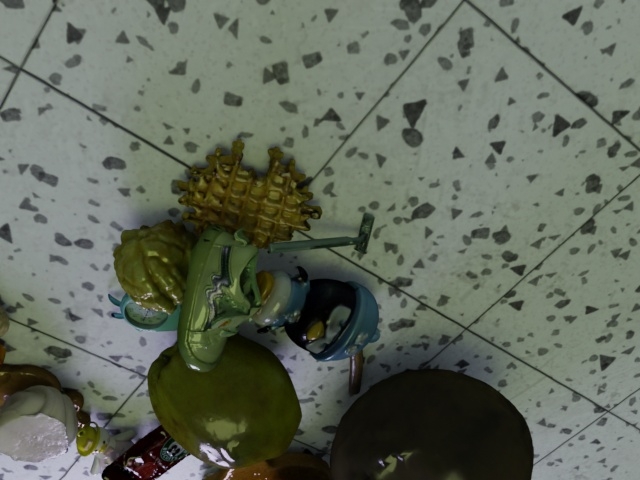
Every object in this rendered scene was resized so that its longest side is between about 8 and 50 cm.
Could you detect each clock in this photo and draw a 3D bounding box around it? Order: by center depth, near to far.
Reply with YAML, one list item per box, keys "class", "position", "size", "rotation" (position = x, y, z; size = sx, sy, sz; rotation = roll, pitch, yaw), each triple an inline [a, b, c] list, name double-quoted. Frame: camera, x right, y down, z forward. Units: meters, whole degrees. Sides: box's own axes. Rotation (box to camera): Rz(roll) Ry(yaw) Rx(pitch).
- class: "clock"
  position: [-0.346, 0.130, 1.326]
  size: [0.147, 0.045, 0.108]
  rotation: [-3, 125, -2]

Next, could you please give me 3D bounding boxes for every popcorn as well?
- class: "popcorn"
  position: [-0.279, 0.046, 1.211]
  size: [0.173, 0.174, 0.142]
  rotation: [27, 125, -22]

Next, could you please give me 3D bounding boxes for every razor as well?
- class: "razor"
  position: [0.003, 0.004, 1.233]
  size: [0.211, 0.036, 0.084]
  rotation: [-10, 129, -28]

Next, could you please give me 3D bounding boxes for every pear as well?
- class: "pear"
  position: [-0.192, 0.321, 1.360]
  size: [0.321, 0.269, 0.269]
  rotation: [37, 115, -15]

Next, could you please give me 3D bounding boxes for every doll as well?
- class: "doll"
  position: [-0.004, 0.146, 1.298]
  size: [0.313, 0.141, 0.177]
  rotation: [21, 115, -33]
- class: "doll"
  position: [-0.481, 0.472, 1.523]
  size: [0.129, 0.081, 0.207]
  rotation: [-46, 134, -13]

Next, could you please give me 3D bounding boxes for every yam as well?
- class: "yam"
  position: [0.078, 0.285, 1.486]
  size: [0.032, 0.032, 0.146]
  rotation: [-2, 127, -4]

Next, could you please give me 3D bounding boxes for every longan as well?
- class: "longan"
  position: [0.218, 0.479, 1.413]
  size: [0.403, 0.404, 0.436]
  rotation: [11, 128, -13]

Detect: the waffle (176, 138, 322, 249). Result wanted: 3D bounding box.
- class: "waffle"
  position: [-0.131, -0.067, 1.205]
  size: [0.231, 0.051, 0.229]
  rotation: [-29, 126, 15]

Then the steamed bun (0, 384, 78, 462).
- class: "steamed bun"
  position: [-0.592, 0.376, 1.400]
  size: [0.182, 0.106, 0.183]
  rotation: [-5, 126, -7]

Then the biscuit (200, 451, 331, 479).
- class: "biscuit"
  position: [-0.146, 0.599, 1.671]
  size: [0.343, 0.057, 0.288]
  rotation: [-19, 125, 9]

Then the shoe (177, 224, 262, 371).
- class: "shoe"
  position: [-0.177, 0.105, 1.152]
  size: [0.128, 0.140, 0.263]
  rotation: [10, 99, 26]

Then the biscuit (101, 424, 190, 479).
- class: "biscuit"
  position: [-0.369, 0.493, 1.539]
  size: [0.235, 0.063, 0.151]
  rotation: [-33, 135, -14]

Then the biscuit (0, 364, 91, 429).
- class: "biscuit"
  position: [-0.616, 0.358, 1.469]
  size: [0.184, 0.035, 0.249]
  rotation: [-18, 125, 7]

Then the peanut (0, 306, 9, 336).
- class: "peanut"
  position: [-0.686, 0.133, 1.277]
  size: [0.187, 0.082, 0.082]
  rotation: [19, 121, -17]

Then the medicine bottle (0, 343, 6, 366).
- class: "medicine bottle"
  position: [-0.757, 0.278, 1.350]
  size: [0.149, 0.112, 0.222]
  rotation: [35, 115, -25]
